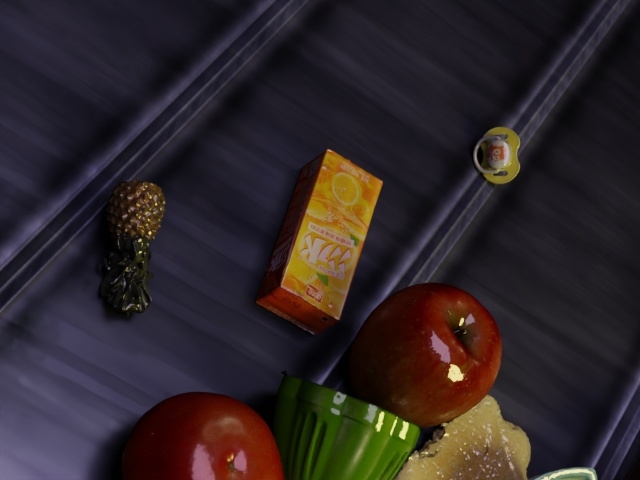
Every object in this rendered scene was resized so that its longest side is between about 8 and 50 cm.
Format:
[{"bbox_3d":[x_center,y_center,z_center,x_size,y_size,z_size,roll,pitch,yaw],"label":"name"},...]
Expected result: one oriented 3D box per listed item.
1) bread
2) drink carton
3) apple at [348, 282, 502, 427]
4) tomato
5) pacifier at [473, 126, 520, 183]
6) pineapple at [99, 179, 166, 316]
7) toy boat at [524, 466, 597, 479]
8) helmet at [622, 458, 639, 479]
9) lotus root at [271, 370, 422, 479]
[{"bbox_3d":[0.195,0.315,1.803,0.182,0.039,0.251,50,52,-3],"label":"bread"},{"bbox_3d":[0.000,0.000,1.803,0.096,0.071,0.223,30,57,-19],"label":"drink carton"},{"bbox_3d":[0.132,0.145,1.759,0.181,0.168,0.181,16,55,-24],"label":"apple"},{"bbox_3d":[-0.127,0.262,1.559,0.195,0.136,0.195,13,63,-27],"label":"tomato"},{"bbox_3d":[0.261,-0.122,2.045,0.064,0.068,0.083,11,78,-66],"label":"pacifier"},{"bbox_3d":[-0.223,0.010,1.662,0.074,0.074,0.159,13,71,-27],"label":"pineapple"},{"bbox_3d":[0.235,0.401,1.695,0.145,0.133,0.332,50,60,-14],"label":"toy boat"},{"bbox_3d":[0.536,0.392,1.786,0.197,0.338,0.271,-33,124,-73],"label":"helmet"},{"bbox_3d":[0.008,0.264,1.644,0.186,0.186,0.186,14,62,-27],"label":"lotus root"}]
